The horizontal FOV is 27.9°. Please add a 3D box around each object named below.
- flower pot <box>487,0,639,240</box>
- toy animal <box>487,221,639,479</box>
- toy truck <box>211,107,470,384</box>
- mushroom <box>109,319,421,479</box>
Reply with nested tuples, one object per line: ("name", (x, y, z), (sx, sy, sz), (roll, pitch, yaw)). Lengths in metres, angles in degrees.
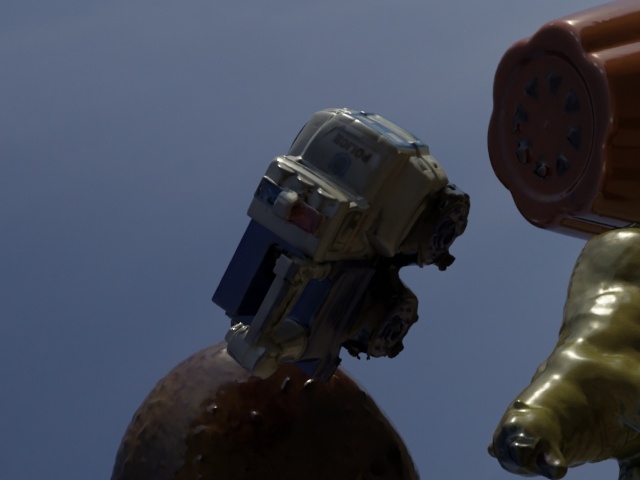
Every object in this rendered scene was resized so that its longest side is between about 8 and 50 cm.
("flower pot", (0.213, -0.078, 0.837), (0.173, 0.190, 0.191), (-4, -76, -30))
("toy animal", (0.153, 0.065, 0.661), (0.103, 0.101, 0.219), (-49, 6, 48))
("toy truck", (0.000, 0.000, 1.034), (0.177, 0.161, 0.213), (-2, -59, -61))
("mushroom", (-0.075, 0.229, 1.294), (0.334, 0.356, 0.331), (-47, -38, -9))
